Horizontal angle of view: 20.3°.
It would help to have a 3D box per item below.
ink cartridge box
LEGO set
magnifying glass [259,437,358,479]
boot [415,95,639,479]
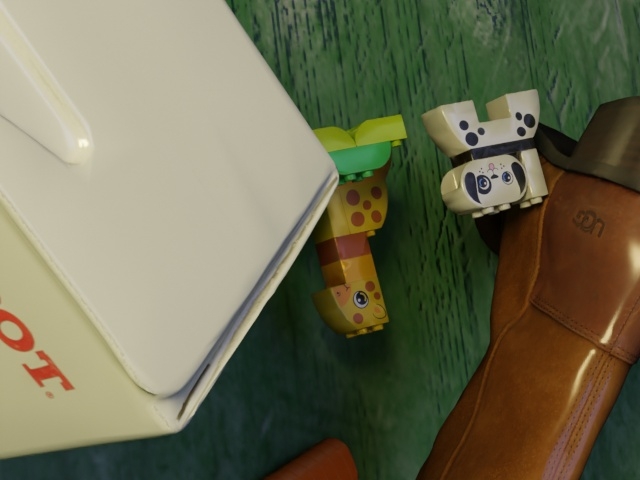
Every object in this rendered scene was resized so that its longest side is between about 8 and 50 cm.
[{"bbox_3d":[-0.161,-0.033,0.534,0.198,0.272,0.115,55,45,-23],"label":"ink cartridge box"},{"bbox_3d":[0.000,0.000,0.826,0.227,0.087,0.093,-12,85,-29],"label":"LEGO set"},{"bbox_3d":[-0.059,0.144,0.797,0.231,0.026,0.092,-26,99,-47],"label":"magnifying glass"},{"bbox_3d":[0.094,0.079,0.896,0.096,0.264,0.280,28,80,-17],"label":"boot"}]
